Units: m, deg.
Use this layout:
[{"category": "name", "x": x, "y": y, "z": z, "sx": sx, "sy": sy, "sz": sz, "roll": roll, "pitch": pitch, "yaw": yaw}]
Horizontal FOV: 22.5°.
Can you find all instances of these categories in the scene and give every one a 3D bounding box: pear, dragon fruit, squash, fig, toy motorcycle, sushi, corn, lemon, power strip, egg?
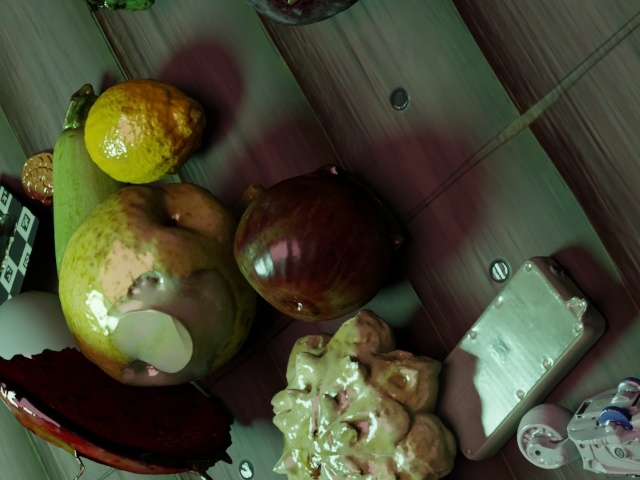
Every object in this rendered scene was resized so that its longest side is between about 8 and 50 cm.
[{"category": "pear", "x": -0.206, "y": 0.052, "z": 2.063, "sx": 0.271, "sy": 0.271, "sz": 0.271, "roll": 4, "pitch": 96, "yaw": 40}, {"category": "dragon fruit", "x": -0.259, "y": 0.239, "z": 2.071, "sx": 0.282, "sy": 0.343, "sz": 0.100, "roll": 34, "pitch": 108, "yaw": 34}, {"category": "squash", "x": -0.324, "y": -0.073, "z": 2.270, "sx": 0.137, "sy": 0.137, "sz": 0.287, "roll": -29, "pitch": 64, "yaw": 38}, {"category": "fig", "x": -0.002, "y": 0.000, "z": 1.955, "sx": 0.205, "sy": 0.205, "sz": 0.205, "roll": 4, "pitch": 96, "yaw": 40}, {"category": "toy motorcycle", "x": 0.332, "y": 0.213, "z": 1.749, "sx": 0.254, "sy": 0.112, "sz": 0.112, "roll": -16, "pitch": 84, "yaw": 38}, {"category": "sushi", "x": -0.464, "y": 0.039, "z": 2.419, "sx": 0.192, "sy": 0.050, "sz": 0.215, "roll": 35, "pitch": 112, "yaw": 50}, {"category": "corn", "x": -0.102, "y": -0.040, "z": 2.126, "sx": 0.028, "sy": 0.027, "sz": 0.083, "roll": 48, "pitch": 119, "yaw": 30}, {"category": "lemon", "x": -0.235, "y": -0.147, "z": 2.156, "sx": 0.187, "sy": 0.142, "sz": 0.142, "roll": -14, "pitch": 85, "yaw": 33}, {"category": "power strip", "x": 0.219, "y": 0.137, "z": 1.859, "sx": 0.118, "sy": 0.046, "sz": 0.270, "roll": 54, "pitch": 125, "yaw": 27}, {"category": "egg", "x": -0.372, "y": 0.181, "z": 2.274, "sx": 0.232, "sy": 0.176, "sz": 0.176, "roll": 46, "pitch": 121, "yaw": 18}]

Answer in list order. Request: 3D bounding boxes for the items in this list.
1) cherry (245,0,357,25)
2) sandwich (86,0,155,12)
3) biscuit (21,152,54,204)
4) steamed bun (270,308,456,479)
[{"category": "cherry", "x": -0.020, "y": -0.360, "z": 1.937, "sx": 0.195, "sy": 0.195, "sz": 0.195, "roll": 4, "pitch": 96, "yaw": 40}, {"category": "sandwich", "x": -0.283, "y": -0.484, "z": 2.156, "sx": 0.250, "sy": 0.162, "sz": 0.301, "roll": 51, "pitch": 154, "yaw": 40}, {"category": "biscuit", "x": -0.412, "y": -0.090, "z": 2.388, "sx": 0.091, "sy": 0.015, "sz": 0.078, "roll": -17, "pitch": 82, "yaw": 40}, {"category": "steamed bun", "x": 0.031, "y": 0.232, "z": 1.937, "sx": 0.295, "sy": 0.137, "sz": 0.292, "roll": -49, "pitch": 58, "yaw": 46}]
